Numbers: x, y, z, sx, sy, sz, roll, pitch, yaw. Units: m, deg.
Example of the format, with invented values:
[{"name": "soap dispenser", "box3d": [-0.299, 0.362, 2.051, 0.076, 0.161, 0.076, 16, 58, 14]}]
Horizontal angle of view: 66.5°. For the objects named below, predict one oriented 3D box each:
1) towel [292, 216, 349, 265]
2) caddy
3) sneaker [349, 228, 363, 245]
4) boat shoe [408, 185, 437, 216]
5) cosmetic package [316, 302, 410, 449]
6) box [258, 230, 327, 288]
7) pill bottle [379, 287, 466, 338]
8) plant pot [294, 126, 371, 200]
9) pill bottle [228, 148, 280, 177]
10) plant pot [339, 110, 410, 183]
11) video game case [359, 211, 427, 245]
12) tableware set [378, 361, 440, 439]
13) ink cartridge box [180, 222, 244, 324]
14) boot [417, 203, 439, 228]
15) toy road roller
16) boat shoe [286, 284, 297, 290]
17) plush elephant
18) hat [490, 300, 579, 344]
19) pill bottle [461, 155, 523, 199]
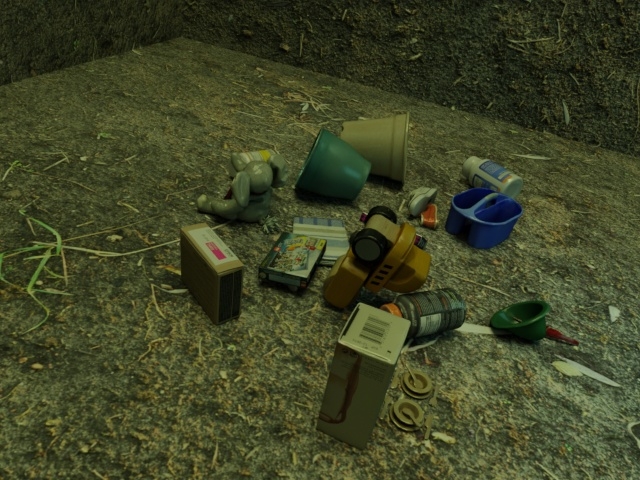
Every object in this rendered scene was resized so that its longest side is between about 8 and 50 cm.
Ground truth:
[{"name": "towel", "box3d": [0.000, 0.000, 1.772, 0.210, 0.034, 0.285, 4, 32, -6]}, {"name": "caddy", "box3d": [0.675, -0.113, 2.007, 0.341, 0.179, 0.241, -22, 45, -39]}, {"name": "sneaker", "box3d": [0.218, 0.061, 1.684, 0.282, 0.106, 0.162, 19, 37, 10]}, {"name": "boat shoe", "box3d": [0.423, -0.180, 2.109, 0.088, 0.096, 0.267, 23, 34, 24]}, {"name": "cosmetic package", "box3d": [0.093, 0.309, 1.107, 0.129, 0.296, 0.153, 19, 33, 13]}, {"name": "box", "box3d": [-0.086, 0.057, 1.588, 0.159, 0.044, 0.233, 11, 33, 12]}, {"name": "pill bottle", "box3d": [0.297, 0.217, 1.450, 0.246, 0.130, 0.130, -5, 37, -24]}, {"name": "plant pot", "box3d": [0.062, -0.295, 2.043, 0.255, 0.271, 0.271, 25, 33, -8]}, {"name": "pill bottle", "box3d": [-0.279, -0.322, 2.087, 0.215, 0.117, 0.117, -14, 41, -33]}, {"name": "plant pot", "box3d": [0.251, -0.437, 2.276, 0.306, 0.333, 0.333, 4, 33, 10]}, {"name": "video game case", "box3d": [0.273, -0.033, 1.798, 0.232, 0.041, 0.210, 24, 2, 18]}, {"name": "tableware set", "box3d": [0.236, 0.398, 1.246, 0.128, 0.039, 0.194, 20, 35, 13]}, {"name": "ink cartridge box", "box3d": [-0.315, 0.092, 1.398, 0.088, 0.193, 0.235, -16, 43, -35]}, {"name": "boot", "box3d": [0.448, -0.109, 2.045, 0.085, 0.059, 0.157, 7, 35, 2]}, {"name": "toy road roller", "box3d": [0.181, 0.083, 1.476, 0.241, 0.329, 0.202, 33, 36, 0]}, {"name": "boat shoe", "box3d": [-0.096, 0.126, 1.557, 0.035, 0.035, 0.100, -17, 36, -32]}, {"name": "plush elephant", "box3d": [-0.265, -0.202, 1.788, 0.330, 0.255, 0.272, 31, 38, 27]}, {"name": "hat", "box3d": [0.667, 0.304, 1.530, 0.209, 0.183, 0.173, -19, 9, 33]}, {"name": "pill bottle", "box3d": [0.815, -0.298, 2.344, 0.152, 0.152, 0.272, -12, 41, -31]}]
